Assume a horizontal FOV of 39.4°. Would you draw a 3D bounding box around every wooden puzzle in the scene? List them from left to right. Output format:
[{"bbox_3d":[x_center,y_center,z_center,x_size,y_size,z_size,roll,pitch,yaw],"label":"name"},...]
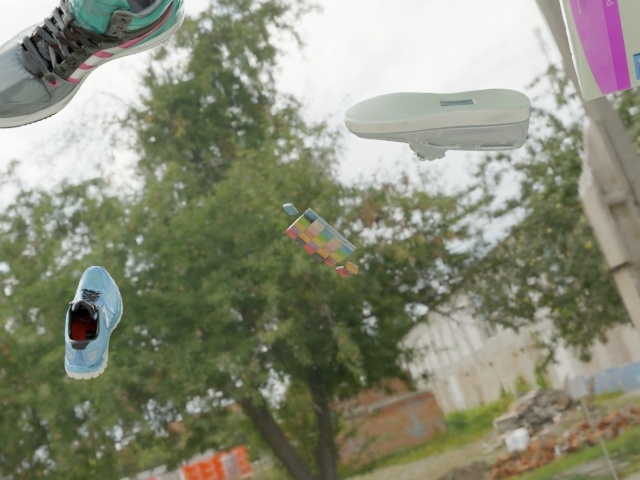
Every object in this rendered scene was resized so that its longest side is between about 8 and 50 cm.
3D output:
[{"bbox_3d":[0.000,0.000,0.731,0.006,0.083,0.049,-53,6,-29],"label":"wooden puzzle"}]

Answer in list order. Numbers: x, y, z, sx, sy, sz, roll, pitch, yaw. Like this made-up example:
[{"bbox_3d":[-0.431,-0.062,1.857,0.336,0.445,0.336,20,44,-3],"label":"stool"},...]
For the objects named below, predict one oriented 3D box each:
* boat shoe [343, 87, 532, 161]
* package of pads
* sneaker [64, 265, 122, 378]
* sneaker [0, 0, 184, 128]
[{"bbox_3d":[0.143,-0.134,1.098,0.227,0.081,0.079,-2,35,6],"label":"boat shoe"},{"bbox_3d":[0.364,-0.301,0.944,0.229,0.101,0.296,-14,-40,17],"label":"package of pads"},{"bbox_3d":[-0.284,0.090,1.116,0.063,0.162,0.073,0,-44,-7],"label":"sneaker"},{"bbox_3d":[-0.275,-0.246,1.015,0.295,0.124,0.178,-38,-5,-18],"label":"sneaker"}]
